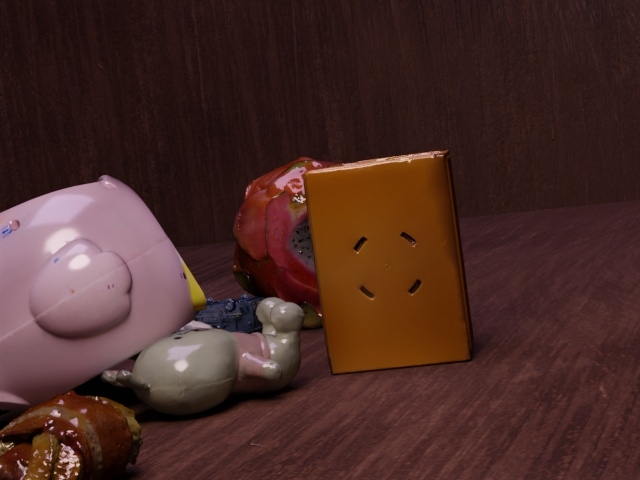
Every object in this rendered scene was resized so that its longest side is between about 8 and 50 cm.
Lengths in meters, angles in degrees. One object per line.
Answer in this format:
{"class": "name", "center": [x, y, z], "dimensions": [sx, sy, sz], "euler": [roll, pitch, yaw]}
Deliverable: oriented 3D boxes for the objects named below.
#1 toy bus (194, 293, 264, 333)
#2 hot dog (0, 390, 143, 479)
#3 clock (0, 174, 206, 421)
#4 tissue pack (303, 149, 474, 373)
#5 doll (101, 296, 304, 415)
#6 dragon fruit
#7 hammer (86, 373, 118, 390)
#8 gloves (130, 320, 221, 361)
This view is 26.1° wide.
{"class": "toy bus", "center": [-0.163, 0.125, 2.263], "dimensions": [0.166, 0.065, 0.047], "euler": [-6, 6, 35]}
{"class": "hot dog", "center": [-0.274, 0.212, 1.409], "dimensions": [0.146, 0.103, 0.213], "euler": [-5, 8, 18]}
{"class": "clock", "center": [-0.377, 0.081, 1.837], "dimensions": [0.377, 0.250, 0.368], "euler": [-30, 3, -15]}
{"class": "tissue pack", "center": [0.095, 0.026, 1.866], "dimensions": [0.195, 0.274, 0.145], "euler": [-6, 5, 8]}
{"class": "doll", "center": [-0.133, 0.161, 1.737], "dimensions": [0.275, 0.113, 0.155], "euler": [-19, 13, -28]}
{"class": "dragon fruit", "center": [0.000, 0.000, 2.261], "dimensions": [0.291, 0.290, 0.189], "euler": [-9, 13, -10]}
{"class": "hammer", "center": [-0.338, 0.199, 2.000], "dimensions": [0.078, 0.021, 0.201], "euler": [-11, 6, -29]}
{"class": "gloves", "center": [-0.203, 0.154, 2.024], "dimensions": [0.153, 0.070, 0.114], "euler": [-4, 1, 30]}
